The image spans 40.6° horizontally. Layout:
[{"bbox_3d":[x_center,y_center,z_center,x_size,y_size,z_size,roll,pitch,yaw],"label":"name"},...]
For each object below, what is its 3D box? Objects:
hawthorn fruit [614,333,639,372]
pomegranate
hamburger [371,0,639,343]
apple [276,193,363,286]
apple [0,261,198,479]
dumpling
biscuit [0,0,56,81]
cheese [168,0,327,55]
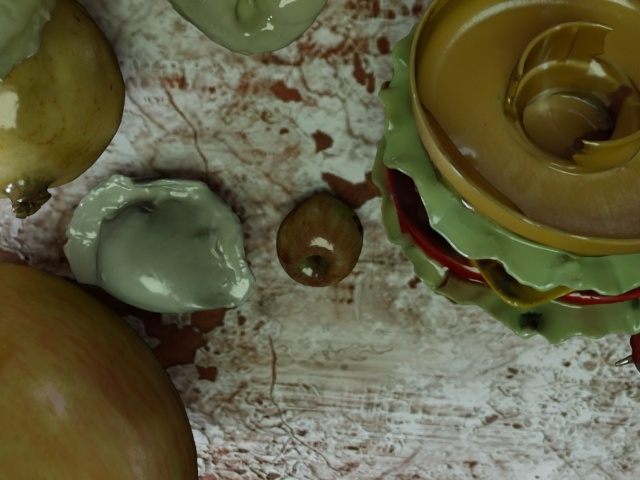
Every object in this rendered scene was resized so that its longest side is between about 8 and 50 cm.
[{"bbox_3d":[0.351,0.085,0.797,0.172,0.148,0.148,-23,118,37],"label":"hawthorn fruit"},{"bbox_3d":[-0.248,-0.111,0.689,0.196,0.196,0.196,2,120,3],"label":"pomegranate"},{"bbox_3d":[0.175,-0.060,0.654,0.275,0.274,0.212,4,156,1],"label":"hamburger"},{"bbox_3d":[0.000,0.000,0.804,0.084,0.071,0.084,6,125,8],"label":"apple"},{"bbox_3d":[-0.306,0.209,0.775,0.391,0.391,0.346,-29,96,19],"label":"apple"},{"bbox_3d":[-0.145,0.002,0.800,0.188,0.108,0.127,12,96,12],"label":"dumpling"},{"bbox_3d":[-0.280,-0.213,0.617,0.188,0.265,0.040,-33,159,-6],"label":"biscuit"},{"bbox_3d":[-0.093,-0.262,0.642,0.159,0.093,0.263,-38,111,24],"label":"cheese"}]
